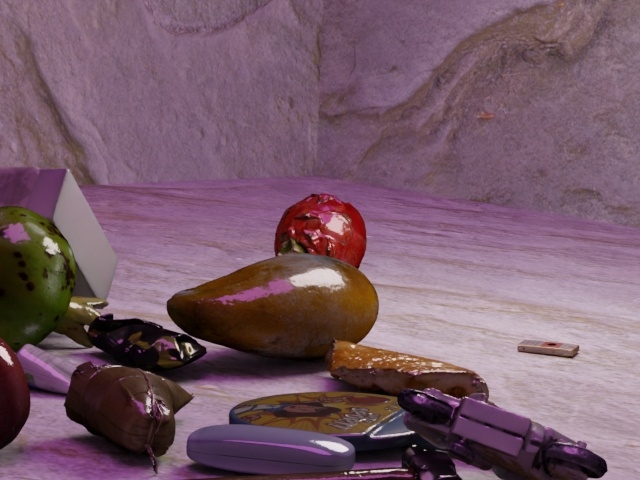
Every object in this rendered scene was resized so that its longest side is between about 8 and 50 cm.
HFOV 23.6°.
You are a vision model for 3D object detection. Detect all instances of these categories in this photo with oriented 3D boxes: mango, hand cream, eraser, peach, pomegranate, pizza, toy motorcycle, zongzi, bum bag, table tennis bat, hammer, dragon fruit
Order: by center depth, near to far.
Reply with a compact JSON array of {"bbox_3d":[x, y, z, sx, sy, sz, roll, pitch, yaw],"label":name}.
[{"bbox_3d":[-0.044,0.243,1.494,0.365,0.044,0.111,-2,10,-12],"label":"hammer"},{"bbox_3d":[0.187,0.207,1.569,0.228,0.074,0.151,15,-15,20],"label":"toy motorcycle"},{"bbox_3d":[-0.377,0.163,1.617,0.152,0.152,0.152,2,8,0],"label":"peach"},{"bbox_3d":[-0.165,0.194,1.690,0.178,0.081,0.189,9,8,-41],"label":"zongzi"},{"bbox_3d":[0.053,0.210,1.738,0.329,0.044,0.215,4,7,23],"label":"table tennis bat"},{"bbox_3d":[-0.338,0.168,1.921,0.142,0.053,0.084,19,11,8],"label":"hand cream"},{"bbox_3d":[0.099,0.172,1.951,0.271,0.056,0.134,9,8,33],"label":"pizza"},{"bbox_3d":[-0.230,0.141,2.056,0.106,0.060,0.232,-3,9,-29],"label":"bum bag"},{"bbox_3d":[-0.060,0.091,2.117,0.316,0.146,0.192,2,7,-35],"label":"mango"},{"bbox_3d":[-0.416,0.069,2.121,0.263,0.211,0.211,38,-14,-34],"label":"pomegranate"},{"bbox_3d":[-0.492,-0.005,2.320,0.396,0.213,0.082,2,38,37],"label":"eraser"},{"bbox_3d":[0.000,0.000,2.732,0.172,0.172,0.209,3,23,7],"label":"dragon fruit"}]

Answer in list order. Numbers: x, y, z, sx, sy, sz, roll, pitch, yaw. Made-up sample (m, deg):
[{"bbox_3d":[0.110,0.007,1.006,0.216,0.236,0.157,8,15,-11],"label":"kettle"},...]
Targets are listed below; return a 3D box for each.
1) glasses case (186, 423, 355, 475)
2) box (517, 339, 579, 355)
[{"bbox_3d":[-0.052,0.220,1.601,0.178,0.045,0.067,4,8,13],"label":"glasses case"},{"bbox_3d":[0.336,0.159,2.260,0.083,0.012,0.046,5,8,22],"label":"box"}]
